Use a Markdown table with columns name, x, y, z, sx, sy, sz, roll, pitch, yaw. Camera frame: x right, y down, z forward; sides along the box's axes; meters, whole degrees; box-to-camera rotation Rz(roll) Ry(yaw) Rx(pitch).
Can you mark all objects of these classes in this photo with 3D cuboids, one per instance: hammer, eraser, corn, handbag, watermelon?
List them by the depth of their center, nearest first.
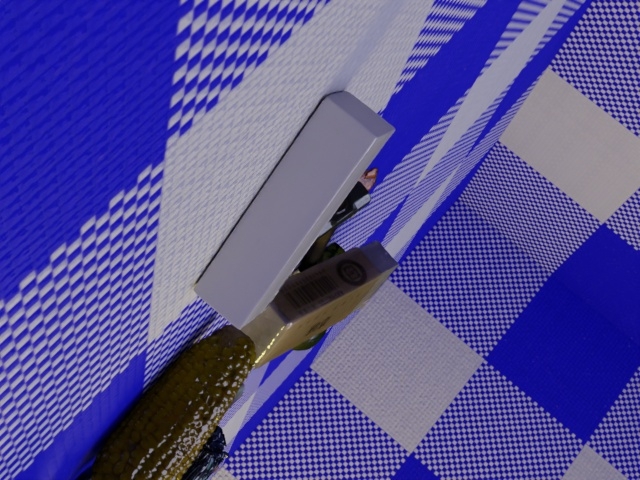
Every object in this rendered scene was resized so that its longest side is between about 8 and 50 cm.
| name | x | y | z | sx | sy | sz | roll | pitch | yaw |
| --- | --- | --- | --- | --- | --- | --- | --- | --- | --- |
| eraser | -0.034 | -0.033 | 1.216 | 0.298 | 0.078 | 0.076 | -54 | 172 | 24 |
| corn | -0.209 | 0.260 | 1.475 | 0.322 | 0.119 | 0.119 | -49 | 172 | -10 |
| hammer | 0.000 | 0.000 | 1.689 | 0.111 | 0.043 | 0.365 | -37 | 172 | -16 |
| eraser | -0.006 | 0.108 | 1.832 | 0.343 | 0.078 | 0.144 | -24 | 157 | -48 |
| handbag | -0.283 | 0.439 | 1.931 | 0.260 | 0.113 | 0.162 | -43 | 165 | -2 |
| watermelon | 0.024 | 0.038 | 2.044 | 0.163 | 0.086 | 0.069 | 21 | 72 | -84 |

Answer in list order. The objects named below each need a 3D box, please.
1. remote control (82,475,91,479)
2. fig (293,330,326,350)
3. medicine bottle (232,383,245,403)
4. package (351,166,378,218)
| name | x | y | z | sx | sy | sz | roll | pitch | yaw |
| --- | --- | --- | --- | --- | --- | --- | --- | --- | --- |
| remote control | -0.355 | 0.407 | 1.590 | 0.104 | 0.052 | 0.247 | -44 | 172 | -15 |
| fig | -0.028 | 0.130 | 1.987 | 0.117 | 0.117 | 0.177 | -41 | 158 | -50 |
| medicine bottle | -0.186 | 0.292 | 1.986 | 0.074 | 0.055 | 0.118 | -52 | 171 | 6 |
| package | 0.051 | -0.070 | 1.688 | 0.077 | 0.033 | 0.111 | -3 | 141 | -30 |
